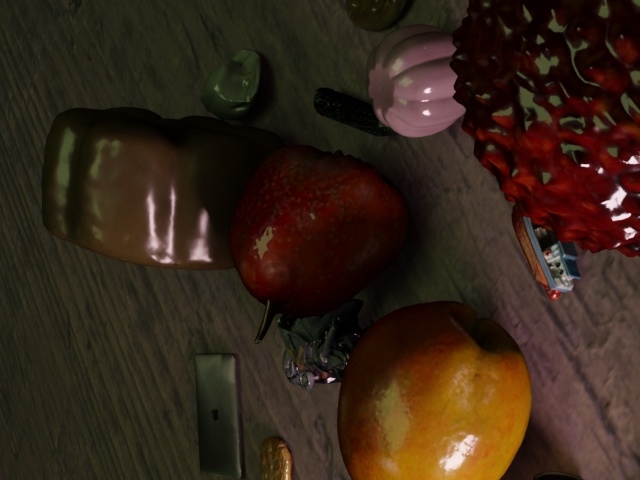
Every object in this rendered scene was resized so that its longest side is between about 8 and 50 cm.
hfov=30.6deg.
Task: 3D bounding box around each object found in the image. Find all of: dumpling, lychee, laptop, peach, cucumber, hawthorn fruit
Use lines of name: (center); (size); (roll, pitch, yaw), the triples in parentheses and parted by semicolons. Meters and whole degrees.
dumpling: (-0.192, -0.323, 2.403); (0.219, 0.108, 0.153); (1, 92, 53)
lychee: (0.380, -0.174, 1.317); (0.500, 0.424, 0.425); (38, 123, 27)
laptop: (-0.224, 0.381, 2.553); (0.187, 0.015, 0.269); (-8, 84, 56)
peach: (0.162, 0.258, 1.745); (0.308, 0.307, 0.332); (35, 110, 49)
cucumber: (0.068, -0.225, 2.074); (0.214, 0.058, 0.052); (28, 79, 49)
hawthorn fruit: (-0.023, 0.011, 1.974); (0.284, 0.284, 0.369); (14, 71, 54)

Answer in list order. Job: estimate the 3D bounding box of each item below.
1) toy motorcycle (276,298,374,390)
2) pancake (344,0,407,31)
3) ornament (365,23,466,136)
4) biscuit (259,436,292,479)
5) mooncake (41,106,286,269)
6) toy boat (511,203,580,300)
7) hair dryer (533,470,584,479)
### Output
toy motorcycle: (-0.001, 0.184, 2.139); (0.307, 0.108, 0.173); (-14, 80, 61)
pancake: (0.093, -0.485, 2.042); (0.222, 0.042, 0.236); (11, 98, 58)
ornament: (0.163, -0.256, 1.860); (0.177, 0.177, 0.178); (3, 93, 55)
biscuit: (-0.092, 0.519, 2.353); (0.118, 0.029, 0.247); (-2, 89, 56)
mooncake: (-0.302, -0.116, 2.272); (0.467, 0.467, 0.262); (25, 111, 53)
toy boat: (0.327, -0.001, 1.697); (0.058, 0.069, 0.173); (-31, 66, 29)
hair dryer: (0.255, 0.435, 1.667); (0.078, 0.248, 0.196); (-146, 59, -78)
